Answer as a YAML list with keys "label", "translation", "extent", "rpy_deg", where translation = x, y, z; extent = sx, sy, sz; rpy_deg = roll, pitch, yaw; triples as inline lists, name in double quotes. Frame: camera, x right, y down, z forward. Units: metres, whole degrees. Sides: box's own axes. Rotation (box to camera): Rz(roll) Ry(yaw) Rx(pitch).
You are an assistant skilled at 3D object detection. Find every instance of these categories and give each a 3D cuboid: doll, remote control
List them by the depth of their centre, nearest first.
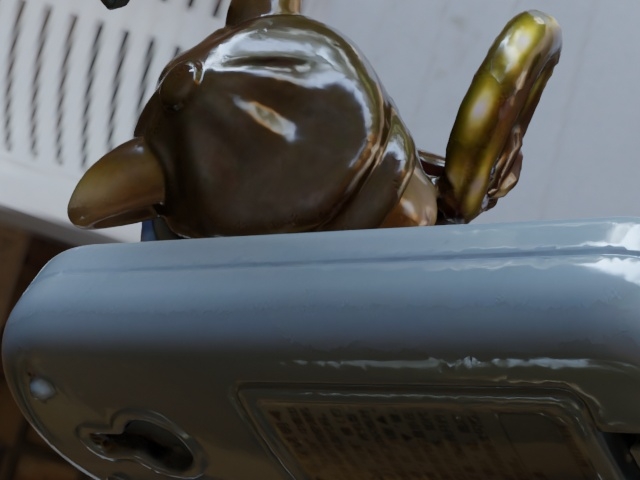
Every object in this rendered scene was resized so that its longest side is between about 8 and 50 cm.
- label: "remote control"
  translation: [0.013, 0.038, 0.429]
  extent: [0.244, 0.087, 0.047]
  rpy_deg: [-3, 46, 38]
- label: "doll"
  translation: [0.003, 0.003, 1.031]
  extent: [0.318, 0.340, 0.209]
  rpy_deg: [-41, 60, -17]

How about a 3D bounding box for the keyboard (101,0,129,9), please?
- label: "keyboard"
  translation: [-0.035, -0.133, 0.402]
  extent: [0.055, 0.014, 0.176]
  rpy_deg: [55, 140, 19]
